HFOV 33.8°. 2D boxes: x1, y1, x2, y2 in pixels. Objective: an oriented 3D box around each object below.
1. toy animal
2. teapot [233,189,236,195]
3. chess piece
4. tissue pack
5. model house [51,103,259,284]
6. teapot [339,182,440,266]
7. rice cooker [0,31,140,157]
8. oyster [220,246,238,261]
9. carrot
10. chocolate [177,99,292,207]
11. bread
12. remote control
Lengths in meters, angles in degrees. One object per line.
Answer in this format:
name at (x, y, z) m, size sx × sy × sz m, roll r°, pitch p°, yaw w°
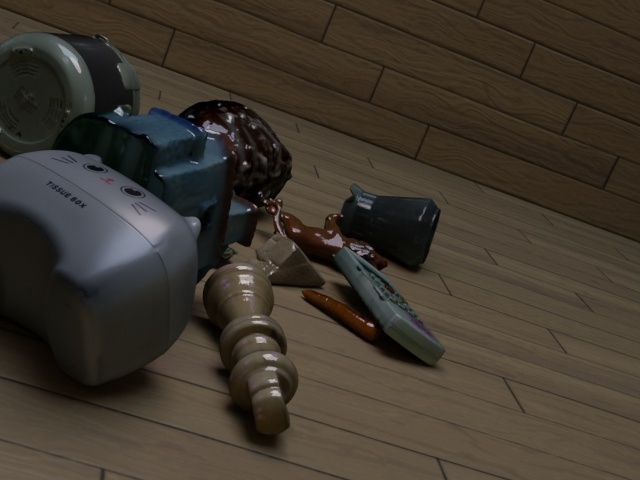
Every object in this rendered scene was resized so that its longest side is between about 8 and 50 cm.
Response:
toy animal at (0.000, 0.000, 2.299) m, size 0.312 × 0.097 × 0.157 m, roll 16°, pitch 23°, yaw -16°
teapot at (-0.257, -0.087, 2.191) m, size 0.149 × 0.108 × 0.111 m, roll 27°, pitch 18°, yaw 18°
chess piece at (-0.098, 0.162, 1.580) m, size 0.117 × 0.117 × 0.397 m, roll 17°, pitch 18°, yaw -19°
tissue pack at (-0.324, 0.022, 1.445) m, size 0.333 × 0.229 × 0.236 m, roll 31°, pitch 44°, yaw 28°
model house at (-0.245, -0.076, 1.702) m, size 0.251 × 0.295 × 0.329 m, roll 25°, pitch 25°, yaw 30°
teapot at (0.165, -0.039, 2.564) m, size 0.225 × 0.171 × 0.203 m, roll 19°, pitch -17°, yaw 11°
rice cooker at (-0.544, -0.296, 2.210) m, size 0.288 × 0.288 × 0.277 m, roll 26°, pitch 15°, yaw 13°
oyster at (-0.238, -0.010, 2.055) m, size 0.177 × 0.064 × 0.125 m, roll 30°, pitch 13°, yaw 21°
carrot at (0.038, 0.135, 1.995) m, size 0.190 × 0.037 × 0.037 m, roll 31°, pitch 17°, yaw 32°
chocolate at (-0.196, -0.173, 2.380) m, size 0.210 × 0.225 × 0.340 m, roll 38°, pitch 20°, yaw 22°
bread at (-0.070, 0.067, 2.097) m, size 0.077 × 0.105 × 0.152 m, roll 37°, pitch -11°, yaw 43°
remote control at (0.130, 0.124, 2.065) m, size 0.145 × 0.050 × 0.344 m, roll 37°, pitch 7°, yaw -27°
